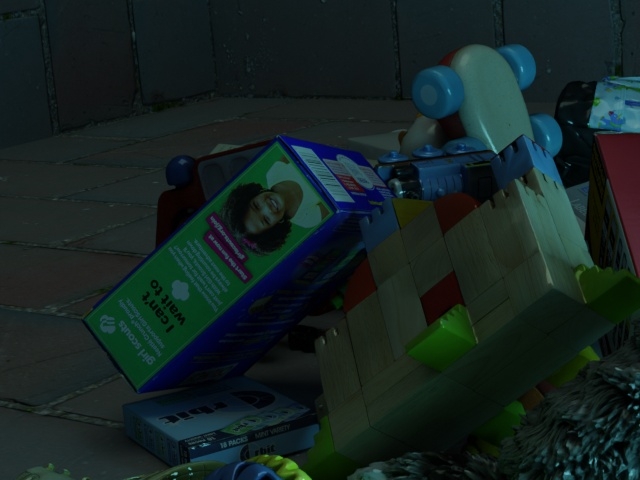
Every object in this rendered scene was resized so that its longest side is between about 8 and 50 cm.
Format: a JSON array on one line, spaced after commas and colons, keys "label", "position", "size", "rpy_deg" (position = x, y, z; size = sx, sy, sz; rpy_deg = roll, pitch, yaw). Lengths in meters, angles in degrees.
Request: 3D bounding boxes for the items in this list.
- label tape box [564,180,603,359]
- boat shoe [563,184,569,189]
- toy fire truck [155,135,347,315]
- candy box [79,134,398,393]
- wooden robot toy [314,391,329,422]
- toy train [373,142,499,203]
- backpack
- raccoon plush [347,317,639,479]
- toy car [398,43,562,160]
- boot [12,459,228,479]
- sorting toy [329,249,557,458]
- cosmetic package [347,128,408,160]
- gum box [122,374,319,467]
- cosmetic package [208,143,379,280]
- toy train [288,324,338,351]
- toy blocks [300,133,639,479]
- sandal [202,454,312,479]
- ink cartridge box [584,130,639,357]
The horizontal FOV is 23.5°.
[{"label": "label tape box", "position": [0.353, 0.034, 1.922], "size": [0.333, 0.106, 0.240], "rpy_deg": [-17, 37, -21]}, {"label": "boat shoe", "position": [0.315, -0.005, 2.226], "size": [0.186, 0.156, 0.500], "rpy_deg": [-10, 15, -28]}, {"label": "toy fire truck", "position": [-0.116, -0.002, 2.089], "size": [0.302, 0.254, 0.169], "rpy_deg": [-8, 7, 45]}, {"label": "candy box", "position": [-0.077, 0.032, 1.780], "size": [0.317, 0.122, 0.268], "rpy_deg": [-43, -15, 15]}, {"label": "wooden robot toy", "position": [0.063, 0.191, 1.709], "size": [0.173, 0.076, 0.079], "rpy_deg": [-11, -22, -37]}, {"label": "toy train", "position": [0.152, -0.079, 2.011], "size": [0.184, 0.080, 0.105], "rpy_deg": [-7, 20, -18]}, {"label": "backpack", "position": [0.548, -0.116, 2.353], "size": [0.355, 0.290, 0.273], "rpy_deg": [12, 44, 22]}, {"label": "raccoon plush", "position": [0.224, 0.129, 1.340], "size": [0.446, 0.299, 0.216], "rpy_deg": [-4, 13, 6]}, {"label": "toy car", "position": [0.185, -0.158, 2.258], "size": [0.238, 0.210, 0.219], "rpy_deg": [-21, 1, 45]}, {"label": "boot", "position": [-0.203, 0.250, 1.472], "size": [0.213, 0.077, 0.165], "rpy_deg": [-19, 17, -39]}, {"label": "sorting toy", "position": [0.129, 0.129, 1.674], "size": [0.126, 0.127, 0.365], "rpy_deg": [-33, 47, -15]}, {"label": "cosmetic package", "position": [0.204, -0.105, 2.666], "size": [0.217, 0.156, 0.385], "rpy_deg": [-9, 9, -13]}, {"label": "gum box", "position": [-0.112, 0.204, 1.712], "size": [0.157, 0.041, 0.184], "rpy_deg": [-12, 14, -28]}, {"label": "cosmetic package", "position": [-0.017, -0.035, 2.218], "size": [0.309, 0.160, 0.113], "rpy_deg": [6, 27, 14]}, {"label": "toy train", "position": [0.018, 0.131, 1.995], "size": [0.158, 0.036, 0.027], "rpy_deg": [7, 17, 42]}, {"label": "toy blocks", "position": [0.125, 0.052, 1.559], "size": [0.190, 0.381, 0.261], "rpy_deg": [29, 32, -35]}, {"label": "sandal", "position": [-0.047, 0.267, 1.253], "size": [0.138, 0.126, 0.317], "rpy_deg": [-15, 14, -22]}, {"label": "ink cartridge box", "position": [0.365, 0.019, 1.616], "size": [0.130, 0.272, 0.309], "rpy_deg": [-2, 35, 0]}]
